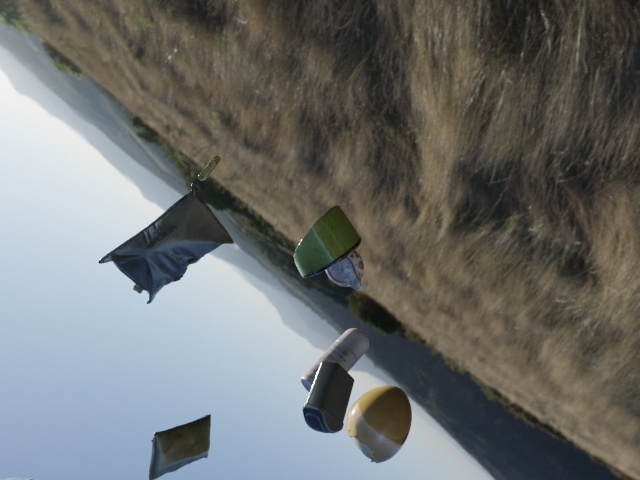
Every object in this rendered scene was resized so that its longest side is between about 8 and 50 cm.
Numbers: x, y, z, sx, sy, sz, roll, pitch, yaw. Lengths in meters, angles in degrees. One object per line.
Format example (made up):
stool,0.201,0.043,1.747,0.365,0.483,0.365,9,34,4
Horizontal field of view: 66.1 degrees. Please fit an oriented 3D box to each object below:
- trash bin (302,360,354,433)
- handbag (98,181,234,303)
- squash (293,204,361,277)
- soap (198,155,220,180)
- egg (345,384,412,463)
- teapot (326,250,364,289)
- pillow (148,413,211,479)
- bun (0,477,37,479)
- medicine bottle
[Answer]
trash bin,0.032,0.588,1.816,0.101,0.236,0.176,-4,141,36
handbag,-0.333,0.015,1.111,0.182,0.270,0.117,55,171,-33
squash,0.001,0.010,1.436,0.133,0.220,0.220,51,171,-5
soap,-0.319,-0.207,1.415,0.012,0.089,0.034,46,-168,21
egg,0.196,0.588,1.605,0.201,0.244,0.201,36,166,11
teapot,0.082,0.090,1.900,0.246,0.116,0.159,31,130,17
pillow,-0.539,0.797,1.903,0.075,0.184,0.303,6,180,32
bun,-0.906,0.863,1.406,0.212,0.361,0.362,10,-179,-17
medicine bottle,0.074,0.512,2.097,0.130,0.341,0.130,34,150,23
